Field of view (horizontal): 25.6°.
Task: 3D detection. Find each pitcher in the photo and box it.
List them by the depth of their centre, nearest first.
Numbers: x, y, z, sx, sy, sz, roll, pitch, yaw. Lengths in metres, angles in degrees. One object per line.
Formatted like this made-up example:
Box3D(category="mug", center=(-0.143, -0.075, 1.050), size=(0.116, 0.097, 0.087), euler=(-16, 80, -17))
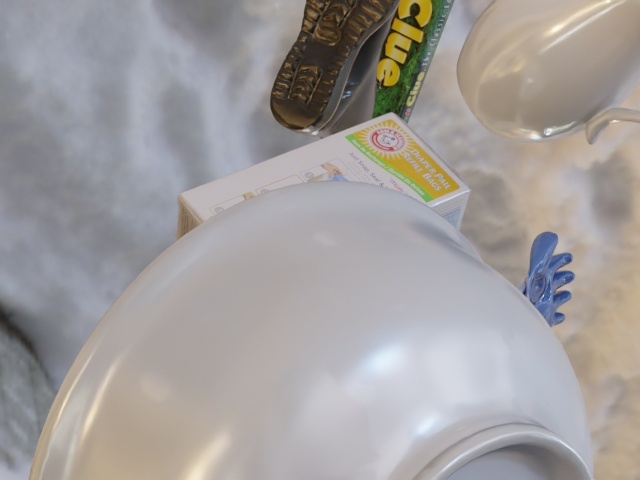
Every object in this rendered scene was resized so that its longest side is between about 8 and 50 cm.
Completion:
Box3D(category="pitcher", center=(0.215, -0.136, 1.073), size=(0.125, 0.177, 0.207), euler=(-2, 157, -47))

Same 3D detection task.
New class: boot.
Box3D(category="boot", center=(0.035, -0.177, 1.253), size=(0.198, 0.077, 0.137), euler=(-57, 158, 5))

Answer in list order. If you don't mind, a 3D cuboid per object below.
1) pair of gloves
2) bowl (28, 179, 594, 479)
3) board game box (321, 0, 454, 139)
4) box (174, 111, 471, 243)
Box3D(category="pair of gloves", center=(0.180, 0.093, 1.206), size=(0.023, 0.198, 0.159), euler=(7, -167, 28))
Box3D(category="bowl", center=(0.029, 0.130, 0.626), size=(0.298, 0.134, 0.297), euler=(-13, 110, -38))
Box3D(category="board game box", center=(0.058, -0.214, 1.412), size=(0.030, 0.136, 0.259), euler=(-11, 126, -54))
Box3D(category="box", center=(0.000, 0.000, 1.082), size=(0.203, 0.103, 0.114), euler=(-24, 144, -28))
